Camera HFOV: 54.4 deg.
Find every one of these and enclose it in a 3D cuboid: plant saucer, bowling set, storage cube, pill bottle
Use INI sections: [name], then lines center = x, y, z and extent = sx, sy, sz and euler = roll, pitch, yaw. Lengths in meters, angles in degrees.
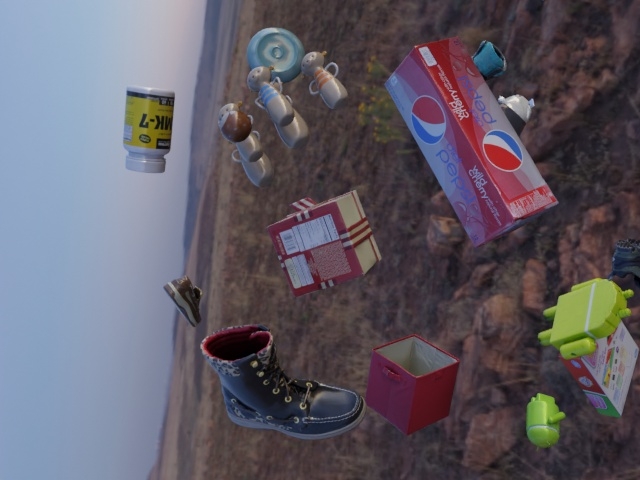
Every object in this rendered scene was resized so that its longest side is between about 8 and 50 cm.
[plant saucer]
center = -0.088, -0.377, 1.256
extent = 0.021, 0.119, 0.119
euler = 152, 125, -79
[bowling set]
center = -0.111, -0.242, 1.128
extent = 0.287, 0.200, 0.154
euler = -42, 65, 24
[storage cube]
center = 0.266, 0.416, 1.817
extent = 0.184, 0.215, 0.193
euler = 27, 117, 45
[pill bottle]
center = -0.436, -0.281, 1.576
extent = 0.119, 0.119, 0.208
euler = -125, 41, -72

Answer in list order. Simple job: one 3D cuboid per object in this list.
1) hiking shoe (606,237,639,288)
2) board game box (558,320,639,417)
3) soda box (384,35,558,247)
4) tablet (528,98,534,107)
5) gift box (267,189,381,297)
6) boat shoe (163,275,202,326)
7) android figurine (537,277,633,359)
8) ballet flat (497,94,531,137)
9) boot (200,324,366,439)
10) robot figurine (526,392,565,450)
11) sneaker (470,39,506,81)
[hiking shoe]
center = 0.795, 0.066, 1.472
extent = 0.086, 0.227, 0.114
euler = -77, -3, -67
[board game box]
center = 0.817, 0.326, 1.811
extent = 0.064, 0.316, 0.242
euler = -4, 47, 48
[soda box]
center = 0.193, -0.131, 0.822
extent = 0.263, 0.084, 0.092
euler = 63, 151, 11
[tablet]
center = 0.657, -0.421, 2.019
extent = 0.083, 0.006, 0.054
euler = -40, 20, 33
[gift box]
center = 0.000, 0.000, 1.802
extent = 0.258, 0.277, 0.255
euler = -31, -74, -69
[boat shoe]
center = -0.420, 0.198, 2.025
extent = 0.095, 0.095, 0.257
euler = 44, 163, 25
[android figurine]
center = 0.712, 0.201, 1.673
extent = 0.273, 0.056, 0.248
euler = -36, 21, 49
[ballet flat]
center = 0.321, -0.217, 1.062
extent = 0.203, 0.074, 0.074
euler = -46, -31, -72
[boot]
center = -0.096, 0.342, 1.515
extent = 0.138, 0.378, 0.284
euler = -65, -33, -44
[robot figurine]
center = 0.477, 0.390, 1.337
extent = 0.101, 0.067, 0.115
euler = 115, 172, -52
[sneaker]
center = 0.485, -0.540, 1.976
extent = 0.123, 0.296, 0.178
euler = 58, 147, 3
